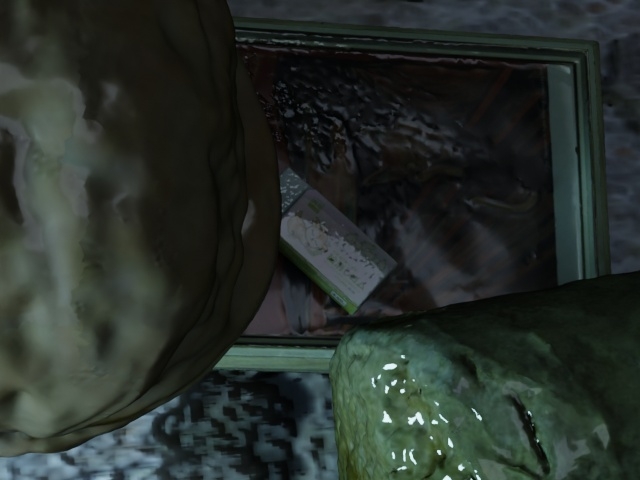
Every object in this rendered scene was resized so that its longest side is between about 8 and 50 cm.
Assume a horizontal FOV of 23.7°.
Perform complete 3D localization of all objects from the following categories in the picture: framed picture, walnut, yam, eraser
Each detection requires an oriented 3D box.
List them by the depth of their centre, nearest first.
[{"bbox_3d":[-0.138,-0.034,0.726,0.227,0.273,0.273,-4,75,12],"label":"walnut"},{"bbox_3d":[0.156,0.107,0.772,0.300,0.195,0.195,-12,77,-13],"label":"yam"},{"bbox_3d":[0.000,0.000,0.848,0.083,0.019,0.038,42,73,3],"label":"eraser"},{"bbox_3d":[0.039,-0.027,0.881,0.273,0.016,0.216,2,75,-10],"label":"framed picture"}]
